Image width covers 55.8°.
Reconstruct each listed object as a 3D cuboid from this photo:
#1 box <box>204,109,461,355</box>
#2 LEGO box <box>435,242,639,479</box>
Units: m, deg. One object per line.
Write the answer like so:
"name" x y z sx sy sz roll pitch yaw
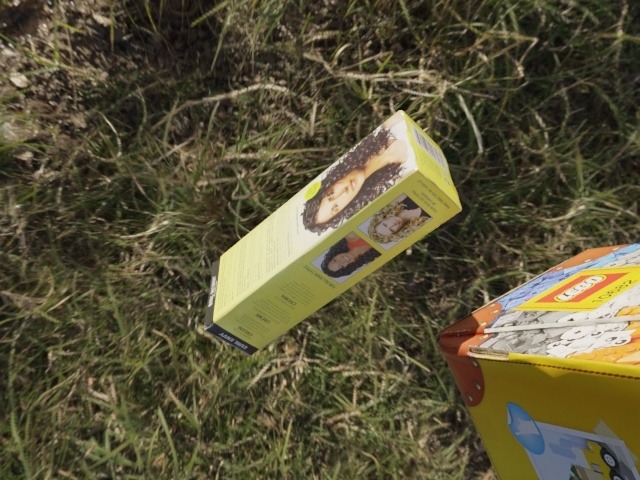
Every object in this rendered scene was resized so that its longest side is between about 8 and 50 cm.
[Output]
"box" 0.000 0.000 0.502 0.232 0.087 0.058 -38 123 25
"LEGO box" 0.327 0.251 0.378 0.193 0.372 0.500 -24 92 -18
